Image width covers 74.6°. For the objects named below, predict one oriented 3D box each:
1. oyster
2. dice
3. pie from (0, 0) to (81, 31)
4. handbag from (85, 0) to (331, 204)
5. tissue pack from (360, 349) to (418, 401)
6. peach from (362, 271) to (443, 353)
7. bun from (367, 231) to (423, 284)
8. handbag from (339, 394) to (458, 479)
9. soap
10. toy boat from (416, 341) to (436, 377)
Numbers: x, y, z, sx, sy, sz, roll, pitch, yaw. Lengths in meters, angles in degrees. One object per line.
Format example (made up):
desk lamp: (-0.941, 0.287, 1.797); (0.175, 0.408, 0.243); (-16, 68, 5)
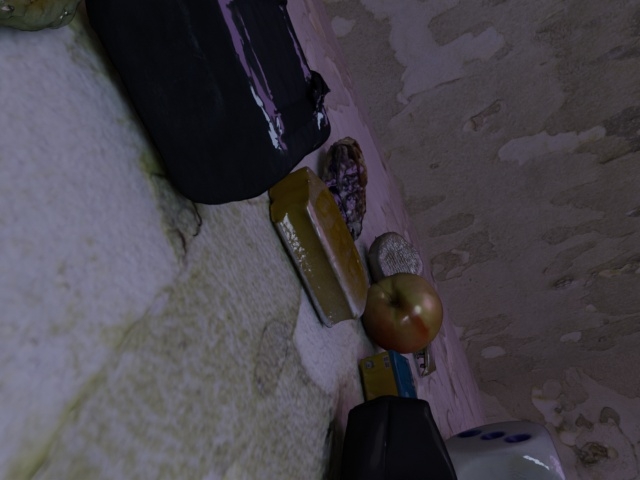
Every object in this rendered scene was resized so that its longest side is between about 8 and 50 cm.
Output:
oyster: (0.070, -0.134, 1.052); (0.275, 0.100, 0.272); (-31, 116, -76)
dice: (0.528, 0.698, 1.171); (0.277, 0.303, 0.305); (18, 55, -69)
pie: (-0.269, -0.264, 0.244); (0.306, 0.071, 0.307); (-17, 90, -70)
handbag: (-0.105, -0.176, 0.460); (0.255, 0.181, 0.181); (66, 26, -16)
tissue pack: (0.138, 0.309, 0.801); (0.120, 0.082, 0.169); (41, 34, -55)
peach: (0.183, 0.165, 0.940); (0.184, 0.184, 0.184); (55, 23, -38)
bun: (0.198, 0.067, 1.178); (0.166, 0.113, 0.173); (8, 68, -24)
handbag: (0.107, 0.419, 0.527); (0.342, 0.152, 0.288); (-72, 154, -61)
soap: (0.000, 0.000, 0.730); (0.258, 0.080, 0.160); (65, 18, -16)
toy boat: (0.326, 0.331, 1.346); (0.064, 0.072, 0.206); (70, 20, -62)
